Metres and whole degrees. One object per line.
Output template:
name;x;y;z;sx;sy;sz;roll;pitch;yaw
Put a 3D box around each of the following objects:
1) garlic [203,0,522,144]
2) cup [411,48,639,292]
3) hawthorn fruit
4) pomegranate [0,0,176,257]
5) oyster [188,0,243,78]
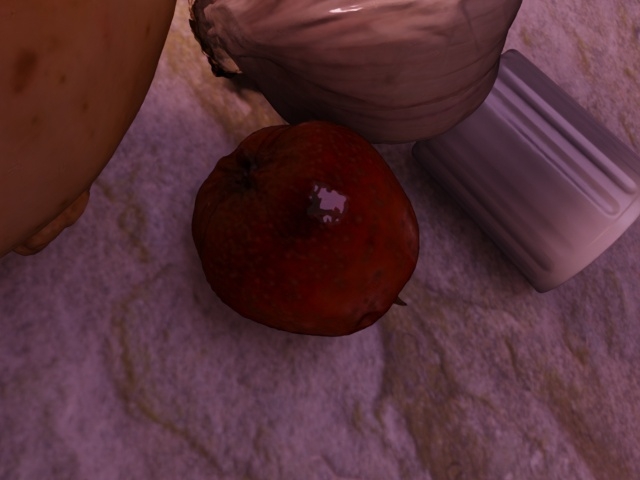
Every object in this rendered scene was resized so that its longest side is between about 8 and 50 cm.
garlic;0.027;-0.218;0.817;0.260;0.317;0.317;-22;77;-23
cup;0.209;-0.071;0.959;0.202;0.221;0.167;45;85;1
hawthorn fruit;0.000;0.000;0.765;0.200;0.179;0.179;35;50;-32
pomegranate;-0.271;-0.137;0.542;0.412;0.411;0.411;14;58;-24
oyster;-0.103;-0.214;0.902;0.086;0.029;0.132;39;35;-34
